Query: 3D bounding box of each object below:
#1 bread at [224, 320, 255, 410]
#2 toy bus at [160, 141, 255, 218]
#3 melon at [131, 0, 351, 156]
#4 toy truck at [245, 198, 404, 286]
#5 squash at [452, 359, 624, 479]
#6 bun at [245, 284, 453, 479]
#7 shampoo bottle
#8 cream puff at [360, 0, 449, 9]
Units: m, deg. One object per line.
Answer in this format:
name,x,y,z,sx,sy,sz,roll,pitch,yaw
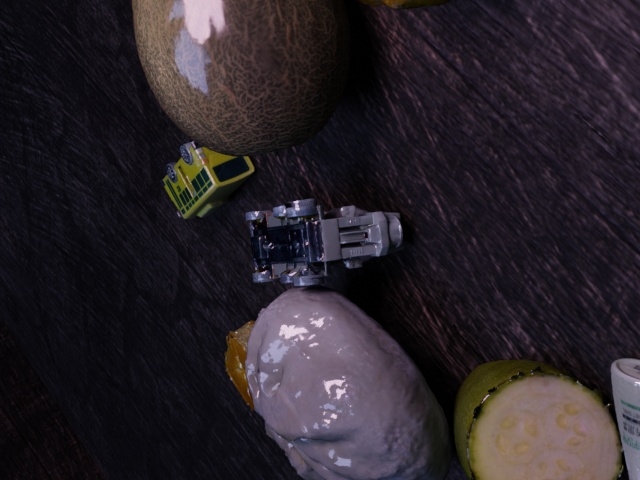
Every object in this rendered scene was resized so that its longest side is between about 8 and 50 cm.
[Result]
bread,-0.107,0.217,1.759,0.140,0.069,0.127,46,145,36
toy bus,-0.181,-0.102,1.613,0.101,0.088,0.175,61,149,4
melon,-0.094,-0.257,1.195,0.249,0.249,0.329,-1,104,59
toy truck,0.000,0.000,1.364,0.257,0.140,0.108,174,89,-67
squash,0.253,0.228,1.236,0.189,0.189,0.260,62,-173,4
bun,0.025,0.223,1.362,0.354,0.194,0.354,50,168,15
shampoo bottle,0.339,0.215,1.064,0.069,0.041,0.190,17,126,47
cream puff,0.073,-0.329,0.946,0.244,0.196,0.244,55,-175,-8
